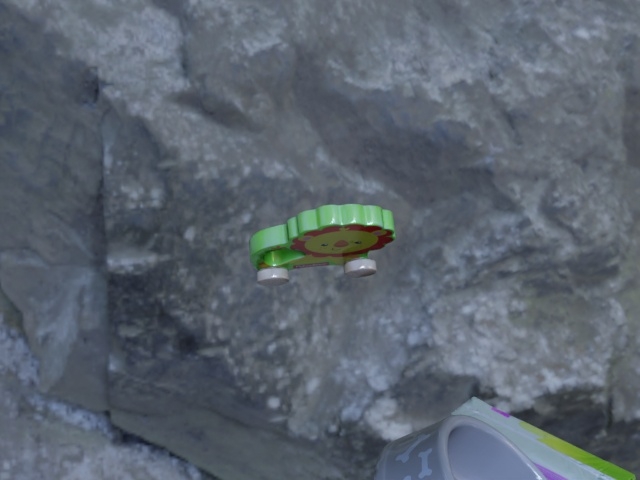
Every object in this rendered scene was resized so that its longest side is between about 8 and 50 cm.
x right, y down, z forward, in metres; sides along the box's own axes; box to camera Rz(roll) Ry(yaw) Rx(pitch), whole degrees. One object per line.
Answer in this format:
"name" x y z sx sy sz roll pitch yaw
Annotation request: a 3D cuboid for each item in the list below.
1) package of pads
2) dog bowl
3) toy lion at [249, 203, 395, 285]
"package of pads" 0.335 0.425 1.439 0.101 0.296 0.229 -20 124 -47
"dog bowl" 0.227 0.380 1.144 0.102 0.349 0.348 -43 136 22
"toy lion" 0.000 0.000 0.590 0.100 0.034 0.096 -6 162 3
